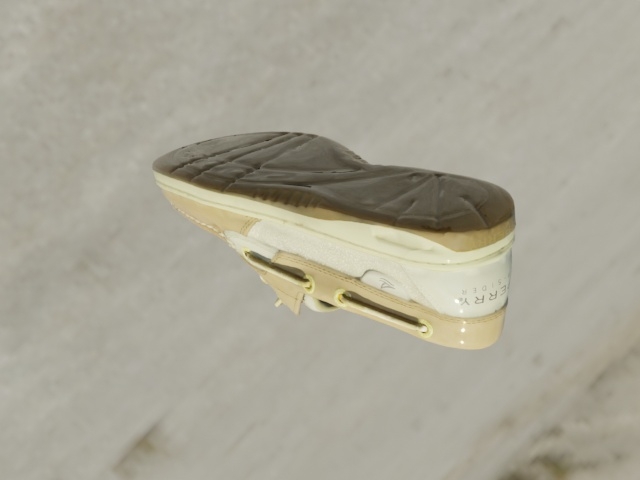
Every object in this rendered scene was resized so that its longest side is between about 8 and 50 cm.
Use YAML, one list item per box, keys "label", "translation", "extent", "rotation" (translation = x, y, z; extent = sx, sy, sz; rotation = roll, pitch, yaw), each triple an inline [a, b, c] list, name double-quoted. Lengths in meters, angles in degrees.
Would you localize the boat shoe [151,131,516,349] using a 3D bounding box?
- label: "boat shoe"
  translation: [0.000, 0.000, 0.551]
  extent: [0.050, 0.135, 0.045]
  rotation: [-22, 116, -34]
